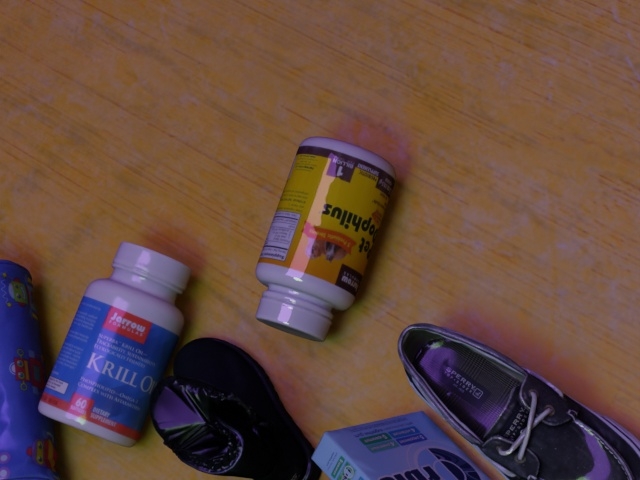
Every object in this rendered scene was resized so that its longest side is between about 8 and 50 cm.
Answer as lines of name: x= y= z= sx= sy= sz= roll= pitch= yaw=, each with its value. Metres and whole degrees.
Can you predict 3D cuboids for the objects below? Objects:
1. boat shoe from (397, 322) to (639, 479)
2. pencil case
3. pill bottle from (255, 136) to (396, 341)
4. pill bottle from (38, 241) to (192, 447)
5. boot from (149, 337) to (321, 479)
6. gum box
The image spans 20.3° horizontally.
boat shoe: x=0.203 y=0.196 z=1.836 sx=0.335 sy=0.119 sz=0.121 roll=30 pitch=88 yaw=32
pencil case: x=-0.390 y=0.179 z=2.149 sx=0.133 sy=0.119 sz=0.306 roll=-26 pitch=63 yaw=29
pill bottle: x=0.000 y=0.000 z=2.010 sx=0.117 sy=0.117 sz=0.215 roll=14 pitch=80 yaw=30
pill bottle: x=-0.233 y=0.119 z=2.084 sx=0.124 sy=0.124 sz=0.221 roll=17 pitch=82 yaw=31
boot: x=-0.121 y=0.175 z=1.959 sx=0.094 sy=0.207 sz=0.246 roll=-46 pitch=58 yaw=6
gum box: x=0.106 y=0.259 z=1.845 sx=0.184 sy=0.157 sz=0.041 roll=43 pitch=122 yaw=31
